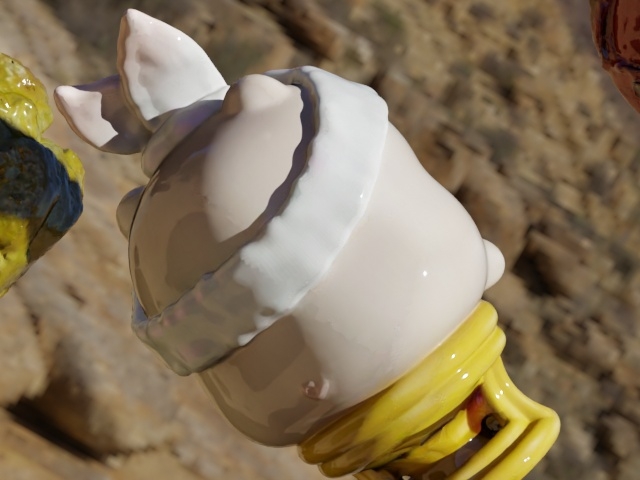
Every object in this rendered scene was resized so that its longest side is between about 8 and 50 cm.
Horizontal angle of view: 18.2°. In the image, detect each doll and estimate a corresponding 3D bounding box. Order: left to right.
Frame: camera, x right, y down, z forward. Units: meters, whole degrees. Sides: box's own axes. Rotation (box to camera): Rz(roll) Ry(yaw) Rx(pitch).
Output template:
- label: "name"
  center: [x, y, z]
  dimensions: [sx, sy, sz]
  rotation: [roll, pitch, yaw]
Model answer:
- label: "doll"
  center: [0.000, 0.000, 0.437]
  dimensions: [0.127, 0.073, 0.084]
  rotation: [52, 40, -2]

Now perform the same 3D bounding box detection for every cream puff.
- label: "cream puff"
  center: [-0.267, -0.014, 1.311]
  dimensions: [0.244, 0.244, 0.196]
  rotation: [0, 74, -84]

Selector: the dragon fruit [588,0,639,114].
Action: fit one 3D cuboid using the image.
- label: "dragon fruit"
  center: [0.298, -0.167, 1.302]
  dimensions: [0.224, 0.218, 0.148]
  rotation: [55, -15, 6]
